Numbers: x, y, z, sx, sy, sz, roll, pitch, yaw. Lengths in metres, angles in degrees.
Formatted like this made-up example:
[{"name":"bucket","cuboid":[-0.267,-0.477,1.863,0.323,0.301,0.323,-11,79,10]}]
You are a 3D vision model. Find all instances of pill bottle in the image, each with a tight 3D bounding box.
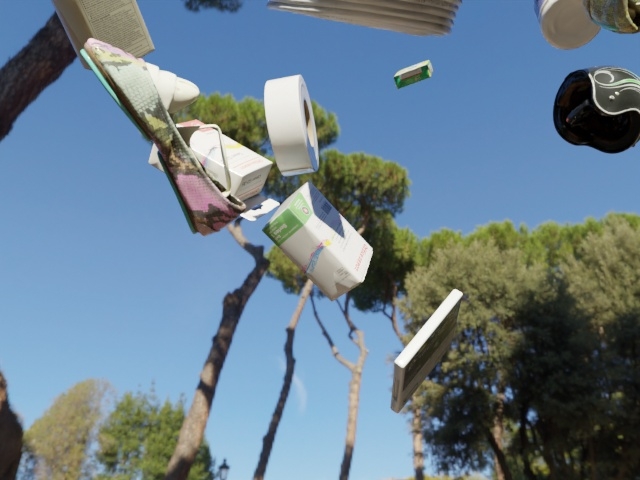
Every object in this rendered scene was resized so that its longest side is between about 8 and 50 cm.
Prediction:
[{"name":"pill bottle","cuboid":[0.476,-0.456,1.080,0.111,0.187,0.112,6,-50,8]}]

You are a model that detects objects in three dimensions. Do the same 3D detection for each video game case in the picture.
[{"name":"video game case","cuboid":[0.190,0.202,1.006,0.022,0.190,0.173,31,-33,27]}]

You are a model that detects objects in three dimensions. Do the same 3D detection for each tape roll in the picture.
[{"name":"tape roll","cuboid":[-0.080,-0.333,1.628,0.100,0.286,0.286,-8,-35,7]}]

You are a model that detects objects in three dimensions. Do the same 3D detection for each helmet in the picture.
[{"name":"helmet","cuboid":[0.570,-0.262,1.108,0.161,0.170,0.169,8,-35,-13]}]

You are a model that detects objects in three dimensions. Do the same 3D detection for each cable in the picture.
[{"name":"cable","cuboid":[0.056,-0.321,0.711,0.257,0.257,0.089,21,-66,23]}]

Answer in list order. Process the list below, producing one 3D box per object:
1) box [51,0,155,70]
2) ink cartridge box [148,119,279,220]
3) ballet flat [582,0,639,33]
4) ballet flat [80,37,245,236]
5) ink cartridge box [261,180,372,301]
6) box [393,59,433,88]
[{"name":"box","cuboid":[-0.509,-0.547,1.229,0.121,0.148,0.311,23,-39,37]},{"name":"ink cartridge box","cuboid":[-0.158,-0.116,0.898,0.198,0.115,0.067,30,-64,8]},{"name":"ballet flat","cuboid":[0.468,-0.389,0.640,0.123,0.123,0.348,21,-53,-29]},{"name":"ballet flat","cuboid":[-0.143,-0.107,0.555,0.079,0.077,0.222,-29,-64,-3]},{"name":"ink cartridge box","cuboid":[0.000,0.000,1.524,0.117,0.201,0.278,-38,-79,27]},{"name":"box","cuboid":[0.284,-0.505,1.679,0.105,0.179,0.043,-16,-74,19]}]
